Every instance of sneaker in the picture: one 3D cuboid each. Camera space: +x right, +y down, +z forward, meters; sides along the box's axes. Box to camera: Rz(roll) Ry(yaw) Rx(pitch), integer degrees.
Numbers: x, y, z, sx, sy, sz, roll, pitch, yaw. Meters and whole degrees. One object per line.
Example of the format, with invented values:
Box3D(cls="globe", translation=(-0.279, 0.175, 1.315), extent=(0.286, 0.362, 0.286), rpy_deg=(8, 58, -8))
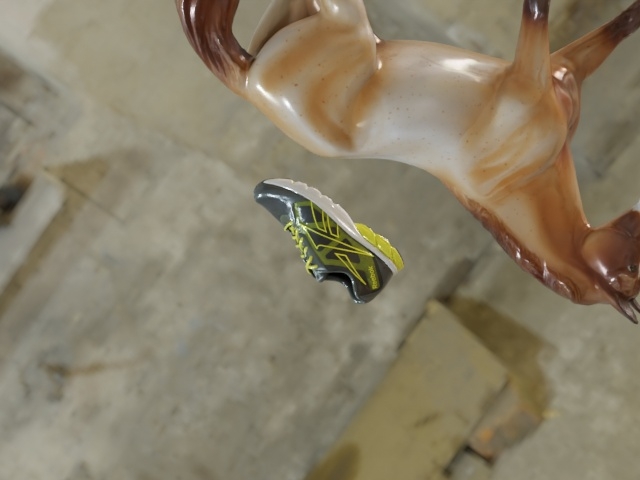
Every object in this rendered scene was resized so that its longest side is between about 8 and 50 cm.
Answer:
Box3D(cls="sneaker", translation=(0.000, 0.000, 0.779), extent=(0.035, 0.083, 0.031), rpy_deg=(-57, -4, -16))

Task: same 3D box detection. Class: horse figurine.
Box3D(cls="horse figurine", translation=(0.045, -0.084, 0.694), extent=(0.066, 0.263, 0.175), rpy_deg=(-89, 17, -70))
